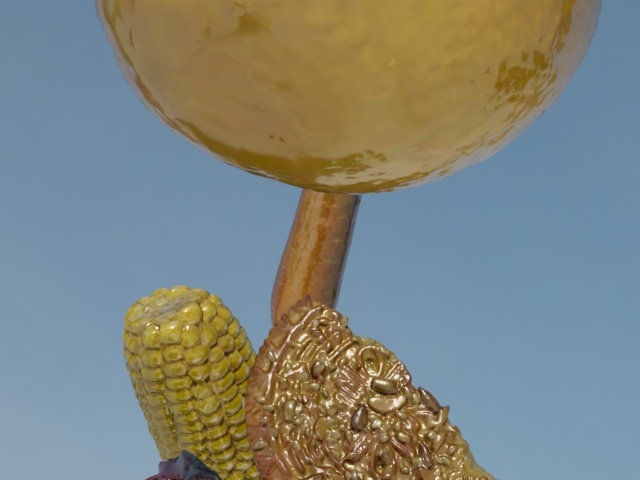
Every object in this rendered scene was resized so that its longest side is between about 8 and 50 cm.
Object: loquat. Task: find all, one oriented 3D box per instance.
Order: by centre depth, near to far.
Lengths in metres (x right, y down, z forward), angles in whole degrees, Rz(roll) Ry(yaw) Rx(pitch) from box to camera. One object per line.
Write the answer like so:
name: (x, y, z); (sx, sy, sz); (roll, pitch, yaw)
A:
loquat: (0.011, -0.121, 0.593); (0.208, 0.208, 0.208); (0, -33, 0)

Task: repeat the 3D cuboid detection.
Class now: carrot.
carrot: (0.000, 0.000, 1.472); (0.067, 0.067, 0.225); (12, -77, -17)

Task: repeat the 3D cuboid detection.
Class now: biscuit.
biscuit: (0.025, 0.136, 0.995); (0.126, 0.206, 0.025); (-41, -16, -17)

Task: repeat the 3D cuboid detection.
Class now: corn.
corn: (-0.058, 0.163, 1.112); (0.106, 0.106, 0.305); (-10, -55, 16)

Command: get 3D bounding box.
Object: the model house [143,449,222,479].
model house: (-0.120, 0.244, 0.735); (0.254, 0.196, 0.160); (-23, 13, -32)
